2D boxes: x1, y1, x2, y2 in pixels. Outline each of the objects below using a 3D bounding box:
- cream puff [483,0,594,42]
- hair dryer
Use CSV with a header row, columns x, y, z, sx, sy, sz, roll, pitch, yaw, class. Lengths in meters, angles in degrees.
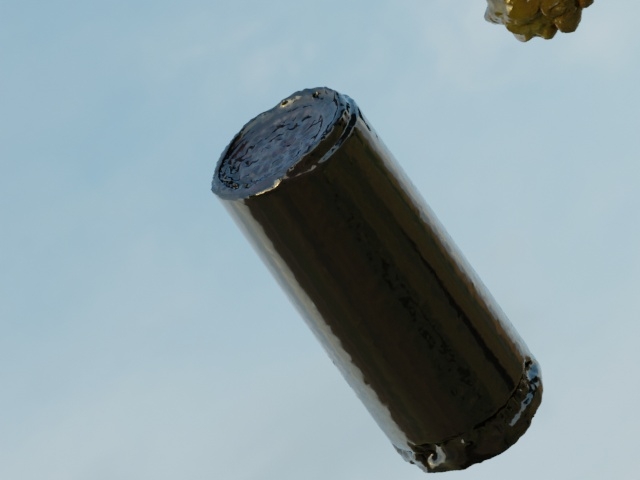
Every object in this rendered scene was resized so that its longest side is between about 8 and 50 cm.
x,y,z,sx,sy,sz,roll,pitch,yaw,class
0.129,-0.159,1.128,0.083,0.083,0.058,-18,5,20,cream puff
0.000,0.000,1.054,0.089,0.251,0.197,-40,-64,-6,hair dryer
